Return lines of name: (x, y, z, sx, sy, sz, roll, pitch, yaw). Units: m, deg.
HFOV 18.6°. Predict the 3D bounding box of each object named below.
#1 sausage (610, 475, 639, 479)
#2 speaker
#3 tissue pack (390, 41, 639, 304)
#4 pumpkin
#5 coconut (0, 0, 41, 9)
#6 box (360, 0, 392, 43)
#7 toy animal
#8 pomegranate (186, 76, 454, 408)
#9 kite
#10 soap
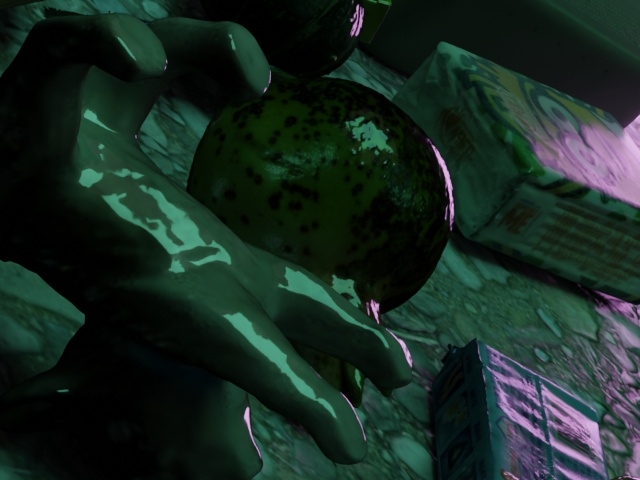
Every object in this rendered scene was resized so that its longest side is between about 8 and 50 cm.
sausage: (0.407, 0.330, 1.761, 0.433, 0.088, 0.088, 36, 24, -15)
speaker: (0.234, -0.264, 2.323, 0.406, 0.184, 0.183, 26, 45, -34)
tissue pack: (0.244, -0.070, 2.125, 0.311, 0.128, 0.228, 19, 31, -43)
pumpkin: (-0.041, -0.247, 1.948, 0.190, 0.146, 0.190, 34, -11, 7)
coconut: (-0.278, -0.309, 1.615, 0.259, 0.259, 0.259, 34, 25, -18)
box: (-0.021, -0.340, 2.174, 0.175, 0.062, 0.260, 17, 38, -18)
toy animal: (-0.141, 0.030, 1.277, 0.344, 0.303, 0.194, 65, 27, -8)
pomegranate: (-0.007, 0.007, 1.585, 0.222, 0.276, 0.204, 8, -3, -22)
kite: (-0.108, -0.176, 1.842, 0.321, 0.016, 0.234, 18, 11, -12)
soap: (0.171, 0.194, 1.630, 0.156, 0.077, 0.293, 34, 24, -15)
